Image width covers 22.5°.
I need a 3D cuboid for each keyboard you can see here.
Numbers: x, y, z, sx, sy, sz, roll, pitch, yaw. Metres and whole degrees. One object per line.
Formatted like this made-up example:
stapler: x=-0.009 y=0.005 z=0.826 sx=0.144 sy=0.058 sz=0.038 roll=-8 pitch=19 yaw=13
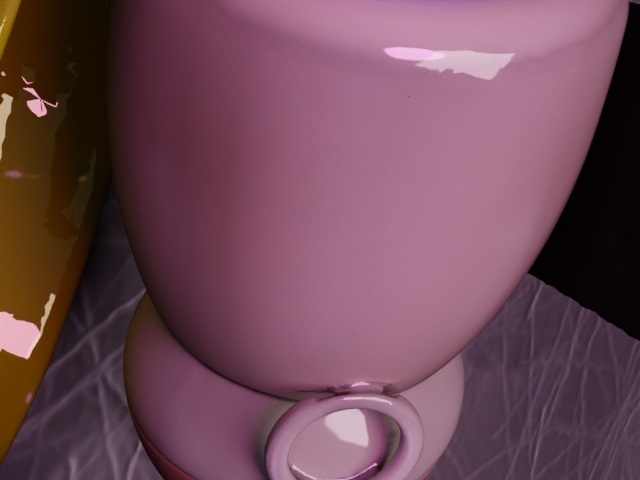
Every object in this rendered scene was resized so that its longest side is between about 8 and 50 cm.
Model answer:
keyboard: x=0.065 y=-0.045 z=0.590 sx=0.027 sy=0.317 sz=0.106 roll=4 pitch=103 yaw=-19

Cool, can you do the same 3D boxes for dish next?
dish: x=-0.134 y=-0.030 z=0.495 sx=0.221 sy=0.108 sz=0.262 roll=42 pitch=67 yaw=-88

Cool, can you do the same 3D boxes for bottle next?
bottle: x=0.000 y=0.000 z=0.516 sx=0.147 sy=0.147 sz=0.236 roll=-24 pitch=138 yaw=-39
